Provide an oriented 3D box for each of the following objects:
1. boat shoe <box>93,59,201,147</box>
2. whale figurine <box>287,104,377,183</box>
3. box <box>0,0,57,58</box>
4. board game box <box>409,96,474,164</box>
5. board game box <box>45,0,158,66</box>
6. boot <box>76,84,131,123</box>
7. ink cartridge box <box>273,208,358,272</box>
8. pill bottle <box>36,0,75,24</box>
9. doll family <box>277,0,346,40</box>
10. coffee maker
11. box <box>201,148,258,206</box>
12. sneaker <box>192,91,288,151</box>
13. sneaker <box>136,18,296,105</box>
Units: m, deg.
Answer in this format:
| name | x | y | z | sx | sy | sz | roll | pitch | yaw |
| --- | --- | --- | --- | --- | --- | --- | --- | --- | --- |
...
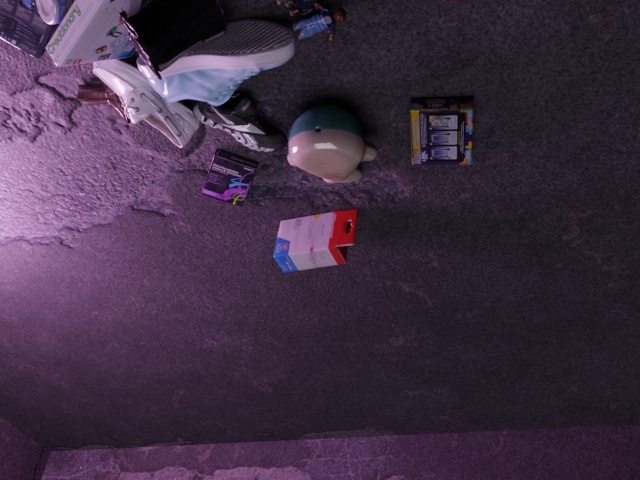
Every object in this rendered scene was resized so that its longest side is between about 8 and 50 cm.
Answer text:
| name | x | y | z | sx | sy | sz | roll | pitch | yaw |
| --- | --- | --- | --- | --- | --- | --- | --- | --- | --- |
| boat shoe | -0.404 | -0.311 | 1.586 | 0.277 | 0.096 | 0.098 | 34 | 162 | -27 |
| whale figurine | 0.027 | -0.221 | 1.635 | 0.216 | 0.141 | 0.272 | -4 | 164 | 15 |
| box | -0.657 | -0.510 | 1.439 | 0.232 | 0.059 | 0.183 | 27 | 138 | -20 |
| board game box | 0.278 | -0.249 | 1.595 | 0.141 | 0.048 | 0.170 | 2 | 141 | 11 |
| board game box | -0.387 | -0.457 | 1.359 | 0.305 | 0.193 | 0.053 | -34 | 87 | 39 |
| boot | -0.515 | -0.324 | 1.655 | 0.114 | 0.037 | 0.107 | -2 | 127 | 8 |
| ink cartridge box | 0.000 | 0.000 | 1.878 | 0.230 | 0.134 | 0.078 | -8 | 137 | 21 |
| pill bottle | -0.484 | -0.476 | 1.382 | 0.078 | 0.137 | 0.078 | 22 | 124 | 38 |
| doll family | -0.023 | -0.478 | 1.357 | 0.111 | 0.076 | 0.193 | -17 | 140 | 21 |
| coffee maker | -0.277 | -0.418 | 1.342 | 0.120 | 0.178 | 0.171 | 54 | 172 | -7 |
| box | -0.237 | -0.161 | 1.811 | 0.116 | 0.029 | 0.162 | 17 | 139 | -11 |
| sneaker | -0.173 | -0.283 | 1.612 | 0.234 | 0.078 | 0.106 | 24 | 141 | -15 |
| sneaker | -0.203 | -0.367 | 1.482 | 0.365 | 0.135 | 0.150 | 1 | 142 | 25 |
